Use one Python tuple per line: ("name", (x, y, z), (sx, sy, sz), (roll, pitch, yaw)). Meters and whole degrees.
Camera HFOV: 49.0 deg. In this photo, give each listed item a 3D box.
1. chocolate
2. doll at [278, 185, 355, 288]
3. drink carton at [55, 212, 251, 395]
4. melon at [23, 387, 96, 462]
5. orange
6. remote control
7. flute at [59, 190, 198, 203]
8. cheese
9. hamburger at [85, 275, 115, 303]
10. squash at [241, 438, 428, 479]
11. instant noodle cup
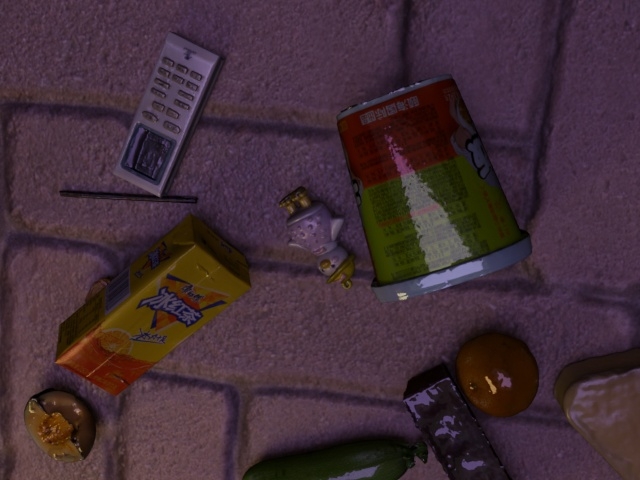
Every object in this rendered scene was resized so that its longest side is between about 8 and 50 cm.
("chocolate", (0.270, 0.389, 1.312), (0.111, 0.112, 0.321), (-30, 96, 10))
("doll", (0.000, 0.000, 1.271), (0.129, 0.081, 0.207), (-27, 101, 30))
("drink carton", (-0.307, 0.123, 1.290), (0.351, 0.111, 0.154), (-39, 126, 12))
("melon", (-0.526, 0.371, 1.415), (0.128, 0.079, 0.160), (-35, 98, 30))
("orange", (0.319, 0.236, 1.255), (0.134, 0.154, 0.155), (-26, 100, -27))
("remote control", (-0.276, -0.224, 1.264), (0.102, 0.055, 0.277), (26, 103, 1))
("flute", (-0.363, -0.082, 1.326), (0.269, 0.014, 0.014), (3, 103, 6))
("cheese", (0.643, 0.360, 1.266), (0.383, 0.104, 0.384), (1, 103, 6))
("hamburger", (-0.410, 0.111, 1.357), (0.076, 0.044, 0.083), (41, 102, -2))
("squash", (0.024, 0.448, 1.357), (0.378, 0.101, 0.102), (-13, 100, 7))
("instant noodle cup", (0.168, -0.090, 1.154), (0.293, 0.294, 0.308), (-19, 93, 10))
